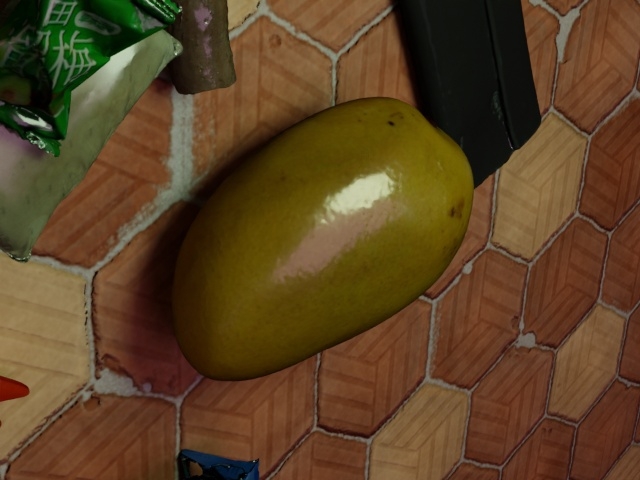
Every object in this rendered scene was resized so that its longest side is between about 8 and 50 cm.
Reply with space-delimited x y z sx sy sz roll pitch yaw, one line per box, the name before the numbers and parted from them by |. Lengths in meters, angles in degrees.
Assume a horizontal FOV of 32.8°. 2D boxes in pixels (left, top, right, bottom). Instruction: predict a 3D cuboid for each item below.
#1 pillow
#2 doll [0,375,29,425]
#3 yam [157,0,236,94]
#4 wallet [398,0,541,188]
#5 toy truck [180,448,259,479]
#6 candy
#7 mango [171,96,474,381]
pillow | -0.287 -0.137 1.104 0.185 0.075 0.302 42 77 -36
doll | -0.399 0.164 1.156 0.109 0.057 0.169 -52 138 -11
yam | -0.137 -0.229 1.215 0.084 0.084 0.127 -28 124 -34
wallet | 0.219 -0.281 1.565 0.228 0.062 0.406 -40 133 -25
toy truck | -0.175 0.365 1.438 0.208 0.126 0.113 -25 125 -40
candy | -0.246 -0.188 1.011 0.203 0.078 0.141 -44 147 15
mango | 0.000 0.000 1.364 0.446 0.232 0.300 -37 137 -18
